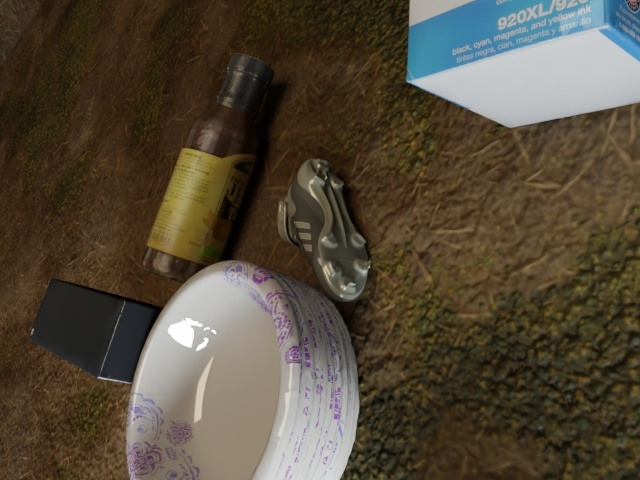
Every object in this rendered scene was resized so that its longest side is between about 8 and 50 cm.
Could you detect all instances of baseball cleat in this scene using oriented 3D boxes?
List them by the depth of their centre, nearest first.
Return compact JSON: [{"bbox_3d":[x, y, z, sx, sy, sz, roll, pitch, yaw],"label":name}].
[{"bbox_3d":[0.000,0.000,0.730,0.109,0.072,0.205,-49,38,41],"label":"baseball cleat"}]

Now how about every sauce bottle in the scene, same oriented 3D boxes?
[{"bbox_3d":[-0.157,-0.104,0.898,0.111,0.111,0.344,17,87,49],"label":"sauce bottle"}]

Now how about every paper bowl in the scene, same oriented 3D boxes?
[{"bbox_3d":[-0.075,0.173,0.659,0.284,0.148,0.284,-22,58,41],"label":"paper bowl"}]

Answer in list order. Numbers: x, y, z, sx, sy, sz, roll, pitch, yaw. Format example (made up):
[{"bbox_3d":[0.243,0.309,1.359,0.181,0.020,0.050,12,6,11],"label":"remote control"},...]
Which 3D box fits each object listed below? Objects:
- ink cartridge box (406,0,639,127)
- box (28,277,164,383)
[{"bbox_3d":[0.191,-0.238,0.507,0.168,0.171,0.232,-4,82,48],"label":"ink cartridge box"},{"bbox_3d":[-0.265,0.134,0.853,0.261,0.184,0.103,5,78,48],"label":"box"}]
